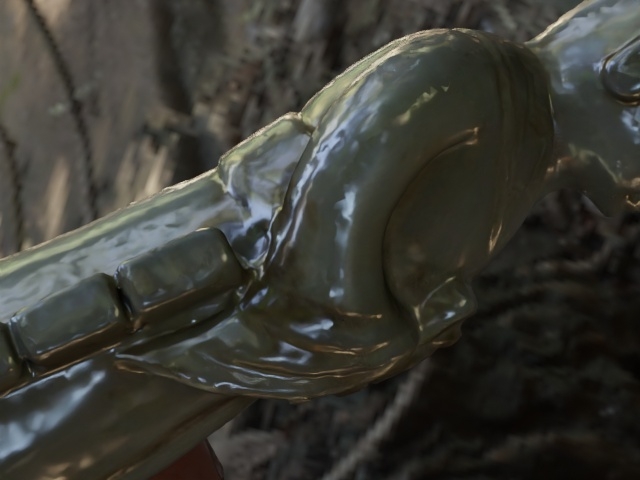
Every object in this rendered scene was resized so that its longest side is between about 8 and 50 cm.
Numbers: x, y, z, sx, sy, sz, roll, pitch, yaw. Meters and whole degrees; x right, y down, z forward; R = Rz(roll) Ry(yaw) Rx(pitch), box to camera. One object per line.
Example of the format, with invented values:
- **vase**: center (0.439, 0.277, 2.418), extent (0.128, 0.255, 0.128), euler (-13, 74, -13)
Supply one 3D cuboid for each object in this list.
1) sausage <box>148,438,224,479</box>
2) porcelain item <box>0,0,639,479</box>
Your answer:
- **sausage**: center (-0.129, 0.144, 1.115), extent (0.280, 0.152, 0.152), euler (174, 113, -82)
- **porcelain item**: center (0.000, 0.000, 0.354), extent (0.213, 0.084, 0.054), euler (-27, 90, 3)
